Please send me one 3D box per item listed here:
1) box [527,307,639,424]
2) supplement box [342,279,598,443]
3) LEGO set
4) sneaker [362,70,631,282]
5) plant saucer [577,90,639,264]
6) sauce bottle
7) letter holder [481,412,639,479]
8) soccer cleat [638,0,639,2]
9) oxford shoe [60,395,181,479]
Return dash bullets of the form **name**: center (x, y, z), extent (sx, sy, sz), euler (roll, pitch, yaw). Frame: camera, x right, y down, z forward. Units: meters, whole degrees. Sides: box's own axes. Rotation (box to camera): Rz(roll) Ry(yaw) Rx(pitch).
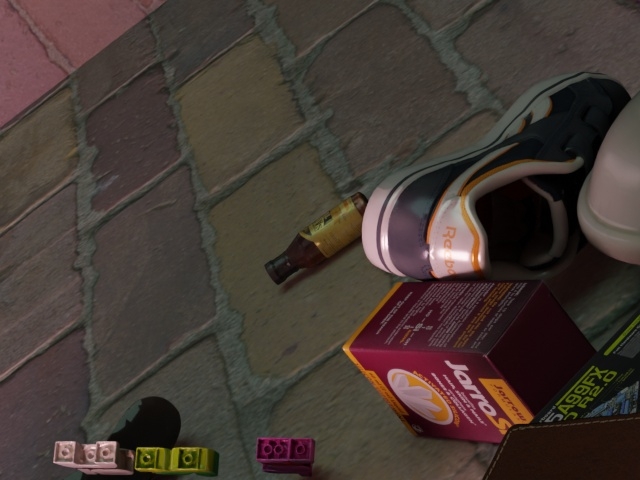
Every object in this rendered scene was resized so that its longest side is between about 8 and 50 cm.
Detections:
- **box**: center (0.284, 0.083, 1.218), extent (0.270, 0.060, 0.216), euler (-44, 21, -15)
- **supplement box**: center (0.119, 0.093, 1.404), extent (0.081, 0.104, 0.188), euler (-49, 23, -24)
- **LEGO set**: center (-0.105, 0.218, 1.539), extent (0.227, 0.093, 0.087), euler (-2, 71, 17)
- **sneaker**: center (0.188, -0.043, 1.529), extent (0.127, 0.126, 0.321), euler (17, 38, 42)
- **plant saucer**: center (0.362, -0.120, 1.345), extent (0.400, 0.101, 0.400), euler (-24, 17, 8)
- **sauce bottle**: center (0.000, 0.000, 1.882), extent (0.128, 0.042, 0.042), euler (-35, 21, 7)
- **letter holder**: center (0.206, 0.213, 0.956), extent (0.302, 0.152, 0.214), euler (-14, 34, 48)
- **soccer cleat**: center (0.338, -0.296, 1.832), extent (0.108, 0.116, 0.318), euler (-37, 20, 2)
- **oxford shoe**: center (-0.206, 0.241, 1.713), extent (0.212, 0.076, 0.076), euler (-46, -8, -12)
